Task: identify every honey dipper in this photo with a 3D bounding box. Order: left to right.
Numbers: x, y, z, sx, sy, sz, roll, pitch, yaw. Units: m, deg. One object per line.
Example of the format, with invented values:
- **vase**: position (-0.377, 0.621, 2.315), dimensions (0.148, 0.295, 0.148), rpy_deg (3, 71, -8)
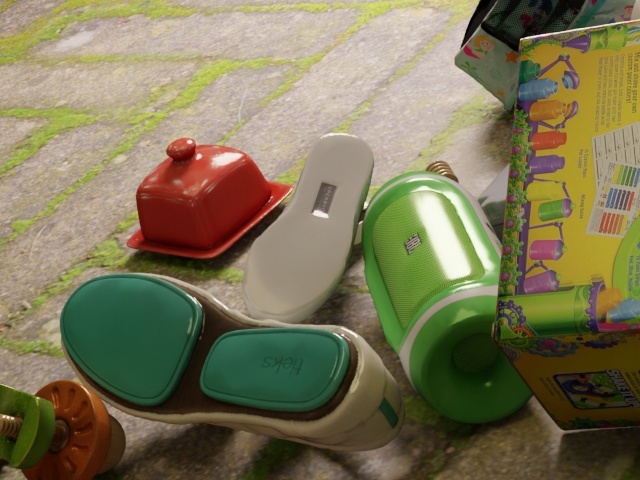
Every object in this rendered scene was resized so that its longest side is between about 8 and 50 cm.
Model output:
- **honey dipper**: position (0.146, -0.039, 1.713), dimensions (0.030, 0.030, 0.161), rpy_deg (-22, 31, -2)

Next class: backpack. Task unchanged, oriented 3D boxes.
- **backpack**: position (0.274, -0.264, 1.831), dimensions (0.225, 0.191, 0.253), rpy_deg (-46, -3, -40)

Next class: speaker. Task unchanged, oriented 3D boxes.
- **speaker**: position (0.115, 0.044, 1.477), dimensions (0.131, 0.131, 0.296), rpy_deg (-20, 27, 1)

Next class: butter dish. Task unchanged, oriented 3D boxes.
- **butter dish**: position (-0.142, -0.063, 1.849), dimensions (0.160, 0.118, 0.160), rpy_deg (7, 38, 43)

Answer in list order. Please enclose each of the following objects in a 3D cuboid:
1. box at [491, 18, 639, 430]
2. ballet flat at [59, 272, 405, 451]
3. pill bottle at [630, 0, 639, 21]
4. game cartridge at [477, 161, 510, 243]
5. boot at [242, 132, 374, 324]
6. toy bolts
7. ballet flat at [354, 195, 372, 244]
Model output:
- **box**: position (0.307, -0.020, 1.291), dimensions (0.279, 0.177, 0.290), rpy_deg (-6, 57, 26)
- **ballet flat**: position (-0.084, 0.124, 1.472), dimensions (0.400, 0.139, 0.139), rpy_deg (9, 39, 44)
- **pill bottle**: position (0.472, -0.205, 1.646), dimensions (0.283, 0.161, 0.161), rpy_deg (10, 40, 44)
- **game cartridge**: position (0.305, -0.090, 1.593), dimensions (0.294, 0.060, 0.196), rpy_deg (-16, 25, 46)
- **boot**: position (-0.008, 0.018, 1.595), dimensions (0.095, 0.123, 0.258), rpy_deg (18, 48, 11)
- **toy bolts**: position (-0.308, 0.216, 1.499), dimensions (0.228, 0.158, 0.218), rpy_deg (18, 86, 37)
- **ballet flat**: position (0.000, 0.000, 1.711), dimensions (0.168, 0.057, 0.052), rpy_deg (-34, 40, -24)
